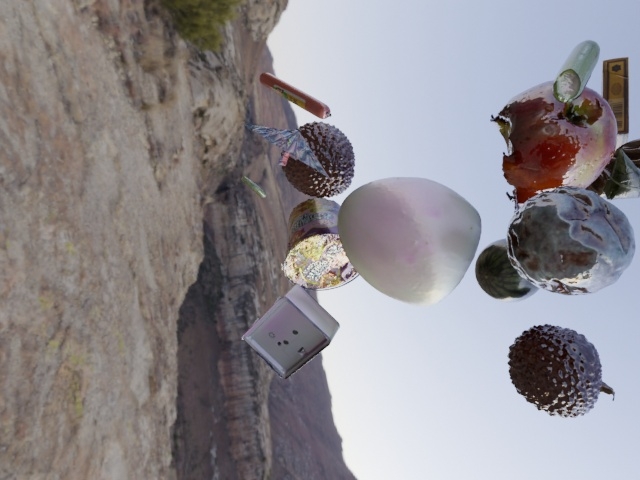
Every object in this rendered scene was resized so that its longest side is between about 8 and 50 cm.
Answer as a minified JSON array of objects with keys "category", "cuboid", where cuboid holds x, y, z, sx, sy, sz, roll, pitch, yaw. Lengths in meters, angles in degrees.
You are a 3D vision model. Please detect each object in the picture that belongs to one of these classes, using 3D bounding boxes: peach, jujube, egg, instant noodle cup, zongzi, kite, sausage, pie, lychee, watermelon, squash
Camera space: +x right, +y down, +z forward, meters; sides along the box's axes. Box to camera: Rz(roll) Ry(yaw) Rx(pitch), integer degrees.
[{"category":"peach","cuboid":[0.683,-0.264,1.422,0.416,0.353,0.338,112,-11,-64]},{"category":"jujube","cuboid":[0.528,0.009,1.010,0.246,0.215,0.308,47,9,30]},{"category":"egg","cuboid":[0.213,-0.026,1.314,0.354,0.340,0.354,-58,-167,23]},{"category":"instant noodle cup","cuboid":[0.000,0.000,1.885,0.339,0.340,0.265,88,-7,-47]},{"category":"zongzi","cuboid":[0.684,-0.145,1.005,0.055,0.109,0.119,-84,171,-53]},{"category":"kite","cuboid":[-0.063,-0.208,1.049,0.009,0.232,0.189,-55,-170,35]},{"category":"sausage","cuboid":[-0.053,-0.285,0.909,0.223,0.029,0.029,38,-32,34]},{"category":"pie","cuboid":[-0.177,-0.142,1.251,0.085,0.017,0.085,39,-3,3]},{"category":"lychee","cuboid":[0.702,0.385,1.370,0.264,0.300,0.264,22,90,-77]},{"category":"watermelon","cuboid":[0.593,0.094,1.466,0.212,0.212,0.212,170,-90,-83]},{"category":"squash","cuboid":[0.604,-0.401,1.100,0.239,0.069,0.069,-52,159,-28]},{"category":"lychee","cuboid":[-0.002,-0.288,1.675,0.304,0.276,0.275,32,-44,49]}]

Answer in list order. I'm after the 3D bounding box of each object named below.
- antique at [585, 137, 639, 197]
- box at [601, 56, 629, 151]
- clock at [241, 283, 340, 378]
[{"category":"antique","cuboid":[1.015,-0.231,1.561,0.121,0.257,0.143,48,28,-34]},{"category":"box","cuboid":[1.059,-0.472,1.681,0.193,0.084,0.301,32,63,-57]},{"category":"clock","cuboid":[-0.069,0.205,1.042,0.192,0.147,0.071,-47,180,35]}]
